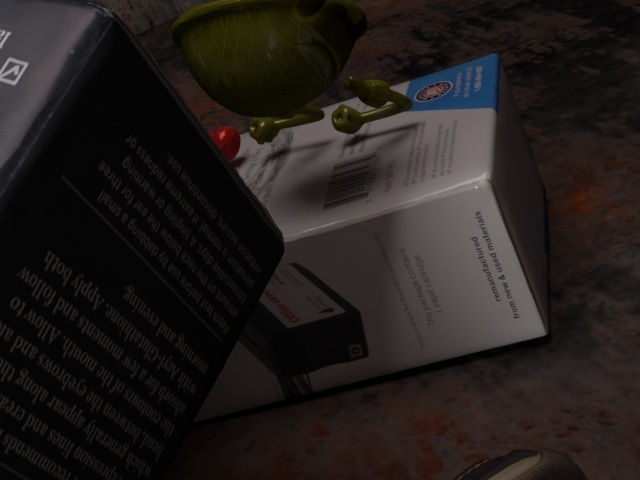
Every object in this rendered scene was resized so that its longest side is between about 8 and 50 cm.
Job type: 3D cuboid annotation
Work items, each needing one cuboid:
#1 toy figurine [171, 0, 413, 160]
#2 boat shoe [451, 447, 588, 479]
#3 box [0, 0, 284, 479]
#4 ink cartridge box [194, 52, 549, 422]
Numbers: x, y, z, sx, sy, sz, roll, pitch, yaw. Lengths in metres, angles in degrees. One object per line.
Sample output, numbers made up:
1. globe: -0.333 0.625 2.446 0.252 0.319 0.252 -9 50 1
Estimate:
1. toy figurine: -0.134 -0.022 0.813 0.363 0.191 0.217 -3 63 25
2. boat shoe: -0.011 0.201 0.475 0.130 0.132 0.355 1 32 44
3. box: -0.253 0.080 0.575 0.294 0.212 0.395 18 70 29
4. ink cartridge box: 0.000 0.000 0.902 0.308 0.129 0.223 -16 25 17
